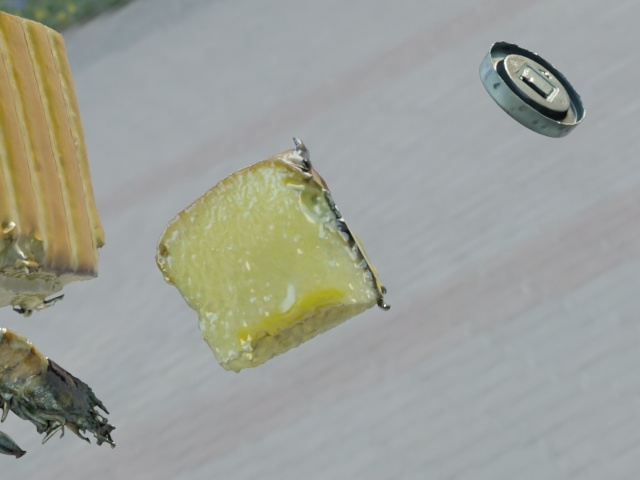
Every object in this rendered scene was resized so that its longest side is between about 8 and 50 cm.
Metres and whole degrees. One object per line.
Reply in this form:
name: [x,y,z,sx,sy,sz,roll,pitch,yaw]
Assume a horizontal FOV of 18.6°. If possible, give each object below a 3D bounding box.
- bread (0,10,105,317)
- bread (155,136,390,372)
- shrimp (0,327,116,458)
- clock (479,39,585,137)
bread: [-0.283,-0.064,1.637,0.111,0.246,0.239,-16,-7,17]
bread: [0.000,0.000,1.414,0.169,0.140,0.160,-26,-6,-38]
shrimp: [-0.207,0.113,1.348,0.091,0.161,0.034,-44,44,9]
clock: [0.150,-0.107,1.393,0.017,0.085,0.085,-51,6,31]
